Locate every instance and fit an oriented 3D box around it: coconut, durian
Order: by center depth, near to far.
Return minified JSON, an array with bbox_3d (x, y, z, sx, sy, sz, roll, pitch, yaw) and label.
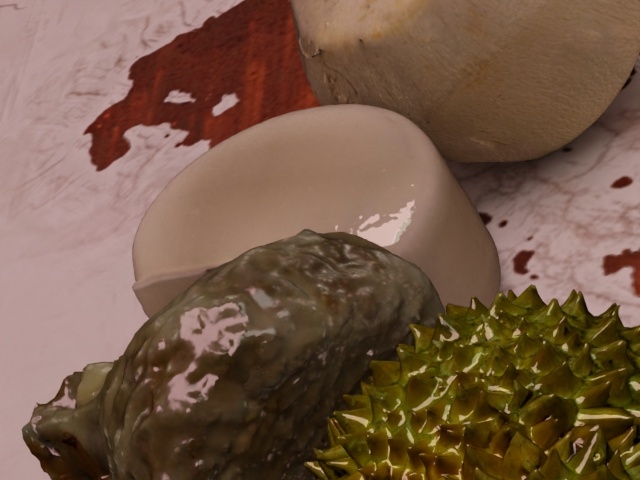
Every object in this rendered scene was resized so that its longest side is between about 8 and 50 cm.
[{"bbox_3d":[0.106,0.154,0.909,0.225,0.291,0.291,-4,42,21],"label":"durian"},{"bbox_3d":[0.111,-0.173,1.365,0.245,0.247,0.245,-17,64,38],"label":"coconut"}]

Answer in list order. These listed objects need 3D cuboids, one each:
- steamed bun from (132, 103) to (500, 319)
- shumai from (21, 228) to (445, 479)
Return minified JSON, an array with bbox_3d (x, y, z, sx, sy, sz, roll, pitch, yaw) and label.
[{"bbox_3d":[0.000,0.000,1.296,0.242,0.146,0.164,-6,47,31],"label":"steamed bun"},{"bbox_3d":[-0.065,0.091,1.150,0.222,0.225,0.260,33,91,38],"label":"shumai"}]
